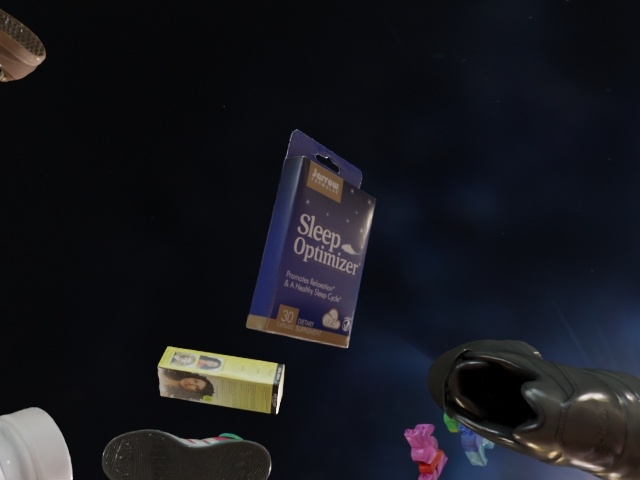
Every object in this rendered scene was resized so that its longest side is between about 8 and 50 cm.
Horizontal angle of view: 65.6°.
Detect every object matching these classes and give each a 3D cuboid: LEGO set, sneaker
[{"bbox_3d":[0.199,0.213,0.681,0.227,0.087,0.093,-41,-75,-43],"label":"LEGO set"},{"bbox_3d":[0.166,0.140,0.479,0.130,0.286,0.109,15,-103,-12],"label":"sneaker"},{"bbox_3d":[-0.408,-0.251,0.545,0.071,0.066,0.188,-30,-47,18],"label":"sneaker"},{"bbox_3d":[-0.241,0.421,0.942,0.295,0.178,0.124,6,-118,-2],"label":"sneaker"}]

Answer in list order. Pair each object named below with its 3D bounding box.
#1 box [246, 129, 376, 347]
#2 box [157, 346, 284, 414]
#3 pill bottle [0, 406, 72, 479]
[{"bbox_3d":[0.000,0.000,0.566,0.136,0.036,0.225,23,-107,-45],"label":"box"},{"bbox_3d":[-0.189,0.269,0.957,0.232,0.058,0.087,7,-57,2],"label":"box"},{"bbox_3d":[-0.433,0.285,0.490,0.176,0.318,0.176,5,-82,34],"label":"pill bottle"}]
